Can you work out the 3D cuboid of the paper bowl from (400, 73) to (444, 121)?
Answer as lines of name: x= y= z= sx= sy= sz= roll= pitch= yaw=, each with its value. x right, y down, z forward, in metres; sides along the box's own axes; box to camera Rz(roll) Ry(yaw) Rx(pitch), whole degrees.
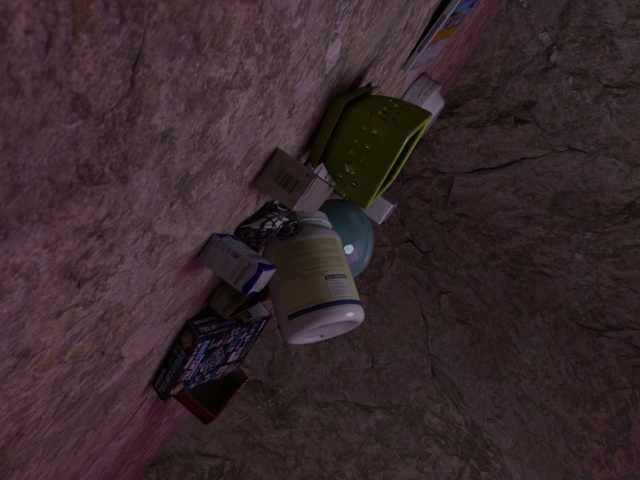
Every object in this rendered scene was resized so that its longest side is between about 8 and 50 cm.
paper bowl: x=0.406 y=-0.535 z=2.084 sx=0.284 sy=0.148 sz=0.284 roll=-51 pitch=174 yaw=-7

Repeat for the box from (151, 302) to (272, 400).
box: x=-0.325 y=0.331 z=1.515 sx=0.293 sy=0.073 sz=0.295 roll=-6 pitch=136 yaw=-51

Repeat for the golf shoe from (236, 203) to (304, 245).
golf shoe: x=-0.137 y=-0.044 z=1.254 sx=0.198 sy=0.093 sz=0.077 roll=-9 pitch=158 yaw=-46

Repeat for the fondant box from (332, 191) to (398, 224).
fondant box: x=0.181 y=-0.177 z=2.004 sx=0.096 sy=0.238 sz=0.330 roll=-55 pitch=173 yaw=11

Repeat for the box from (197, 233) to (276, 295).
box: x=-0.182 y=0.051 z=1.107 sx=0.072 sy=0.137 sz=0.126 roll=-54 pitch=174 yaw=4

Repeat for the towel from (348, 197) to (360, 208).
towel: x=0.120 y=-0.136 z=1.712 sx=0.010 sy=0.083 sz=0.060 roll=4 pitch=140 yaw=-29

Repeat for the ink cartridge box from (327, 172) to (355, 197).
ink cartridge box: x=0.126 y=-0.271 z=1.740 sx=0.255 sy=0.097 sz=0.189 roll=-52 pitch=174 yaw=5

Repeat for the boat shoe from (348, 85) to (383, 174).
boat shoe: x=0.113 y=-0.305 z=1.449 sx=0.109 sy=0.098 sz=0.302 roll=-45 pitch=170 yaw=-51

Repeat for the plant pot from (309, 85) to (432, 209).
plant pot: x=0.116 y=-0.251 z=1.248 sx=0.228 sy=0.207 sz=0.227 roll=-43 pitch=165 yaw=-52

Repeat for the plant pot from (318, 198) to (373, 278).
plant pot: x=0.000 y=0.000 z=1.641 sx=0.293 sy=0.293 sz=0.196 roll=-55 pitch=153 yaw=19

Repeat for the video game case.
video game case: x=0.389 y=-0.666 z=1.582 sx=0.204 sy=0.025 sz=0.285 roll=-37 pitch=170 yaw=-47

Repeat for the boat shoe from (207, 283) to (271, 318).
boat shoe: x=-0.193 y=0.160 z=1.472 sx=0.285 sy=0.089 sz=0.104 roll=-20 pitch=140 yaw=-43

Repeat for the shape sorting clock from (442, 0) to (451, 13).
shape sorting clock: x=0.457 y=-0.779 z=1.585 sx=0.206 sy=0.040 sz=0.206 roll=-43 pitch=174 yaw=-6

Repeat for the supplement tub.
supplement tub: x=-0.031 y=0.103 z=1.394 sx=0.236 sy=0.324 sz=0.235 roll=-14 pitch=159 yaw=-6

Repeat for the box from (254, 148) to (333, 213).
box: x=-0.053 y=-0.130 z=1.175 sx=0.094 sy=0.113 sz=0.275 roll=-53 pitch=172 yaw=6

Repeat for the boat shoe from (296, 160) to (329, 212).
boat shoe: x=-0.014 y=-0.151 z=1.423 sx=0.096 sy=0.088 sz=0.267 roll=-47 pitch=171 yaw=-39

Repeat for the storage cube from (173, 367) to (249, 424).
storage cube: x=-0.395 y=0.502 z=1.744 sx=0.183 sy=0.215 sz=0.193 roll=-49 pitch=179 yaw=-34
